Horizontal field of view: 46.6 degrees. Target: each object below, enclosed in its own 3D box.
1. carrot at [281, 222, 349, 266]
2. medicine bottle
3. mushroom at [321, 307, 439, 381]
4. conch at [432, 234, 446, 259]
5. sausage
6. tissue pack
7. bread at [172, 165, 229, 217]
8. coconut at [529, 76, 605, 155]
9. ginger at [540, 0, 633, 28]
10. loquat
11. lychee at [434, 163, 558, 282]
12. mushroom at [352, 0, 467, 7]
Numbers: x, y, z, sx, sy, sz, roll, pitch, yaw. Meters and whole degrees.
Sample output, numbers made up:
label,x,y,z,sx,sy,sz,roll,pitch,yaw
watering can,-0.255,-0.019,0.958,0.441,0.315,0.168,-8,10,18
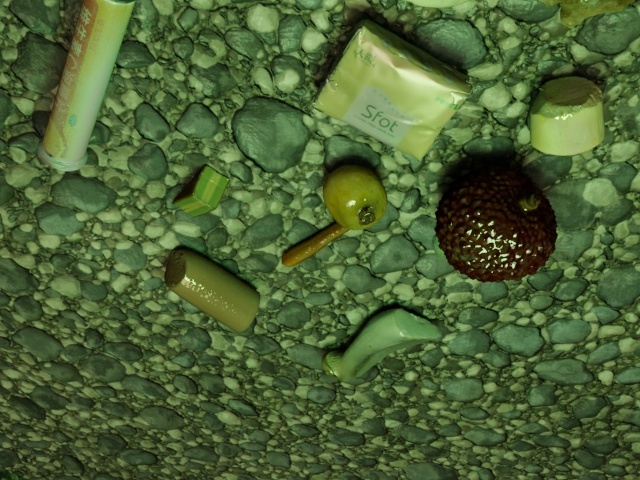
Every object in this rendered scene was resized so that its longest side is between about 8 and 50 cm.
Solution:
label,x,y,z,sx,sy,sz,roll,pitch,yaw
carrot,0.000,0.000,1.816,0.248,0.043,0.043,-31,123,27
medicine bottle,-0.481,-0.333,1.515,0.108,0.108,0.426,21,128,-14
mushroom,0.149,0.294,2.016,0.159,0.122,0.329,42,124,-18
conch,0.306,0.019,1.801,0.076,0.056,0.085,5,133,17
sausage,-0.279,0.124,1.894,0.253,0.123,0.123,35,126,-24
tissue pack,0.142,-0.301,1.479,0.257,0.123,0.215,27,131,-9
bread,-0.284,-0.113,1.754,0.074,0.084,0.139,31,158,-22
coconut,0.497,-0.238,1.494,0.147,0.147,0.152,-8,133,12
ginger,0.452,-0.504,1.275,0.219,0.123,0.270,-35,111,26
loquat,0.077,-0.096,1.654,0.137,0.163,0.163,-23,134,-17
lychee,0.381,-0.037,1.599,0.264,0.264,0.300,23,154,-16
mushroom,0.145,-0.518,1.172,0.356,0.315,0.315,-13,130,16
